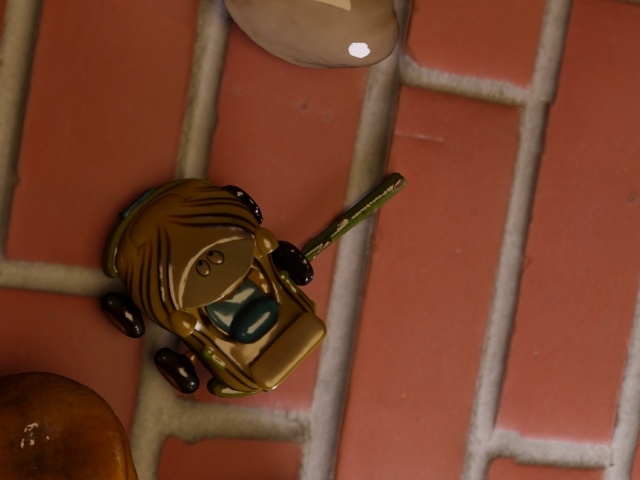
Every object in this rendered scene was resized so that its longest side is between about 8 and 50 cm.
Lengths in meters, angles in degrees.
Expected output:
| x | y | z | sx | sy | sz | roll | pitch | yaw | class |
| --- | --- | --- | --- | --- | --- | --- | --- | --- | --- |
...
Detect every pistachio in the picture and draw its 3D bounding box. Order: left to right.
| x | y | z | sx | sy | sz | roll | pitch | yaw | class |
| --- | --- | --- | --- | --- | --- | --- | --- | --- | --- |
| -0.008 | -0.257 | 1.877 | 0.223 | 0.126 | 0.152 | 28 | 119 | -27 | pistachio |

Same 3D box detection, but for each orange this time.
| x | y | z | sx | sy | sz | roll | pitch | yaw | class |
| --- | --- | --- | --- | --- | --- | --- | --- | --- | --- |
| -0.269 | 0.255 | 1.753 | 0.183 | 0.249 | 0.249 | 5 | 94 | -44 | orange |

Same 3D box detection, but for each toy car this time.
| x | y | z | sx | sy | sz | roll | pitch | yaw | class |
| --- | --- | --- | --- | --- | --- | --- | --- | --- | --- |
| -0.105 | 0.051 | 1.841 | 0.248 | 0.142 | 0.200 | 46 | 75 | -12 | toy car |

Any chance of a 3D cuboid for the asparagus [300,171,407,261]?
| x | y | z | sx | sy | sz | roll | pitch | yaw | class |
| --- | --- | --- | --- | --- | --- | --- | --- | --- | --- |
| 0.000 | 0.000 | 1.969 | 0.248 | 0.024 | 0.025 | -37 | 77 | -18 | asparagus |
